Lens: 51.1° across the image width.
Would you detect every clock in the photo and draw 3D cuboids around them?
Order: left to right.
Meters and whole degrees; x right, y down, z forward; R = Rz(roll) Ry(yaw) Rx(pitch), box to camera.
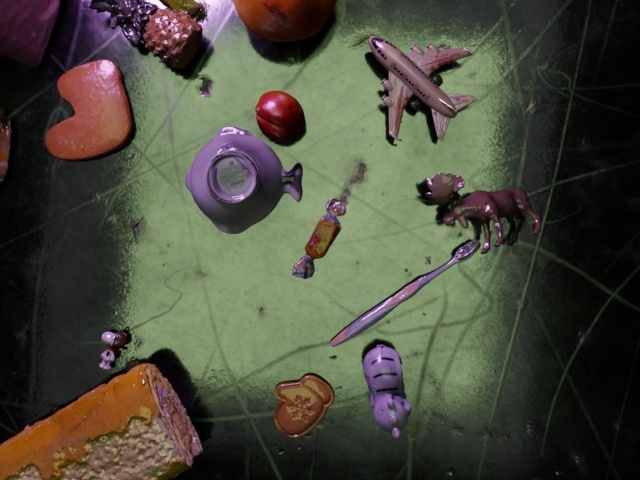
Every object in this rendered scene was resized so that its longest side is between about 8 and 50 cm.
[{"bbox_3d":[0.136,0.301,1.347,0.079,0.117,0.176,-11,91,1],"label":"clock"}]

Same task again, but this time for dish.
[{"bbox_3d":[-0.160,-0.125,1.359,0.246,0.078,0.224,1,90,0],"label":"dish"}]

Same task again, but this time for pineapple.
[{"bbox_3d":[-0.351,-0.444,1.342,0.237,0.111,0.119,31,72,4],"label":"pineapple"}]

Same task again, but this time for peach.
[{"bbox_3d":[-0.079,-0.250,1.349,0.100,0.101,0.101,0,92,1],"label":"peach"}]

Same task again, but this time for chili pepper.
[{"bbox_3d":[-0.324,-0.524,1.368,0.202,0.050,0.052,47,128,-2],"label":"chili pepper"}]

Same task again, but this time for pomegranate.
[{"bbox_3d":[-0.063,-0.488,1.289,0.209,0.209,0.209,0,92,1],"label":"pomegranate"}]

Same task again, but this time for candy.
[{"bbox_3d":[0.000,0.000,1.378,0.053,0.046,0.182,29,87,3],"label":"candy"}]

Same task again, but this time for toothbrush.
[{"bbox_3d":[0.176,0.111,1.385,0.375,0.037,0.028,-35,71,3],"label":"toothbrush"}]

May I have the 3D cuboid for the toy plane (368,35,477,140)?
[{"bbox_3d":[0.189,-0.322,1.344,0.244,0.092,0.229,41,94,0],"label":"toy plane"}]

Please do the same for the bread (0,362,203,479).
[{"bbox_3d":[-0.452,0.426,1.334,0.375,0.165,0.237,-31,89,3],"label":"bread"}]

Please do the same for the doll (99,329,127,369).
[{"bbox_3d":[-0.433,0.228,1.391,0.058,0.040,0.085,1,87,13],"label":"doll"}]

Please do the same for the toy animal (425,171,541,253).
[{"bbox_3d":[0.320,-0.068,1.348,0.214,0.094,0.186,-14,78,-19],"label":"toy animal"}]

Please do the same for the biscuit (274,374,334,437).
[{"bbox_3d":[-0.046,0.342,1.397,0.118,0.023,0.140,33,92,-1],"label":"biscuit"}]

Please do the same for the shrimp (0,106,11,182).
[{"bbox_3d":[-0.685,-0.193,1.388,0.099,0.041,0.180,16,93,15],"label":"shrimp"}]

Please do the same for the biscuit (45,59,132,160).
[{"bbox_3d":[-0.489,-0.266,1.381,0.186,0.036,0.192,-13,90,2],"label":"biscuit"}]

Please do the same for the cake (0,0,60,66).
[{"bbox_3d":[-0.655,-0.488,1.246,0.237,0.309,0.230,16,89,3],"label":"cake"}]
